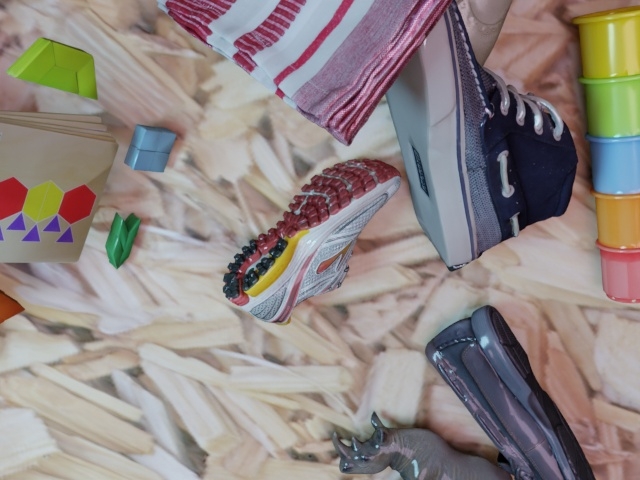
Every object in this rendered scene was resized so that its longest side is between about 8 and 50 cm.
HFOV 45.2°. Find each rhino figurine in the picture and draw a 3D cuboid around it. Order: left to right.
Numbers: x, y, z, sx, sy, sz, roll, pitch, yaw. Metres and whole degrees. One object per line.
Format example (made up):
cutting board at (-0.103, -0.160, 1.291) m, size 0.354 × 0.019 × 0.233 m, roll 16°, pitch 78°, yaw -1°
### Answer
rhino figurine at (0.120, 0.276, 0.906) m, size 0.243 × 0.073 × 0.106 m, roll 28°, pitch 103°, yaw -9°

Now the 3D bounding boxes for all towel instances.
towel at (-0.010, -0.251, 0.664) m, size 0.037 × 0.329 × 0.237 m, roll 27°, pitch 102°, yaw -48°

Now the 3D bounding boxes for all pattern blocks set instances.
pattern blocks set at (-0.282, -0.047, 0.706) m, size 0.026 × 0.325 × 0.285 m, roll 32°, pitch 97°, yaw 31°

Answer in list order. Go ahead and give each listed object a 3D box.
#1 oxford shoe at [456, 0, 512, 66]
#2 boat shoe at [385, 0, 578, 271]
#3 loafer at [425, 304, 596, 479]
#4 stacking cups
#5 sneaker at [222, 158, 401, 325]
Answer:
oxford shoe at (0.150, -0.328, 0.724) m, size 0.140 × 0.146 × 0.397 m, roll 6°, pitch 107°, yaw -9°
boat shoe at (0.159, -0.125, 0.745) m, size 0.158 × 0.127 × 0.341 m, roll -24°, pitch 139°, yaw -4°
loafer at (0.230, 0.219, 0.898) m, size 0.095 × 0.109 × 0.303 m, roll -28°, pitch 98°, yaw 22°
stacking cups at (0.336, -0.087, 0.826) m, size 0.096 × 0.096 × 0.316 m, roll -12°, pitch 104°, yaw -2°
sneaker at (0.000, 0.000, 0.835) m, size 0.225 × 0.088 × 0.093 m, roll -42°, pitch 123°, yaw 6°
